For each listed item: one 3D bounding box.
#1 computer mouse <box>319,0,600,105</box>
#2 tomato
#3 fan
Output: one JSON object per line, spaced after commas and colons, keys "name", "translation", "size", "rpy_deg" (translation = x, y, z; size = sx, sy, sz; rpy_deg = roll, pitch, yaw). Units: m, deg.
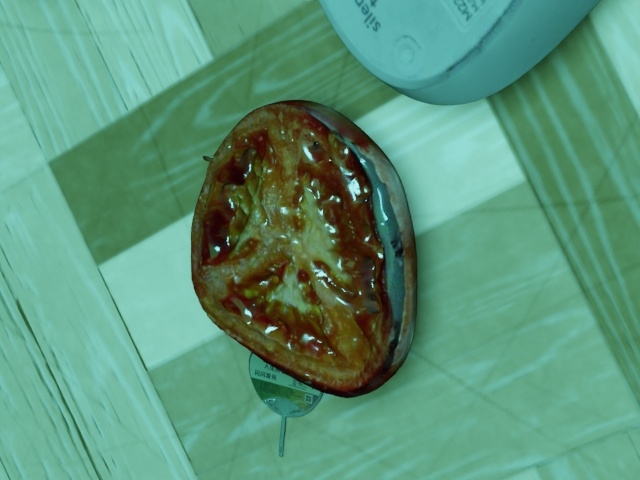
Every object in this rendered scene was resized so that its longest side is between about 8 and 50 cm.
{"name": "computer mouse", "translation": [0.114, -0.213, 0.959], "size": [0.184, 0.121, 0.297], "rpy_deg": [53, 134, 17]}
{"name": "tomato", "translation": [0.006, -0.003, 1.085], "size": [0.166, 0.082, 0.174], "rpy_deg": [27, 117, 27]}
{"name": "fan", "translation": [-0.018, 0.104, 1.169], "size": [0.060, 0.003, 0.080], "rpy_deg": [-20, 90, 33]}
